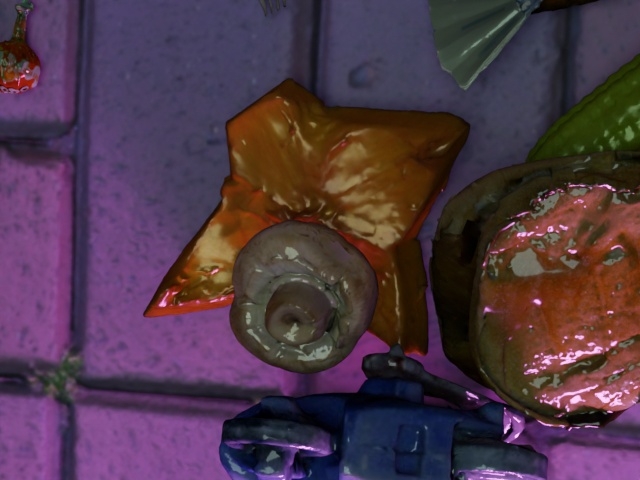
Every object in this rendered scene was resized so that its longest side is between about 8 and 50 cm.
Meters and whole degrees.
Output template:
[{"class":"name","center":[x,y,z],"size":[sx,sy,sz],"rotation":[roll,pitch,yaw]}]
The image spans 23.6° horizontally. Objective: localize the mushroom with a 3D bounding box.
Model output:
[{"class":"mushroom","center":[-0.017,0.052,1.420],"size":[0.148,0.112,0.148],"rotation":[5,121,8]}]

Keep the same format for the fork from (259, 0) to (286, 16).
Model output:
[{"class":"fork","center":[-0.085,-0.325,1.529],"size":[0.034,0.028,0.219],"rotation":[-25,86,20]}]

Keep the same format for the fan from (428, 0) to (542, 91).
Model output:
[{"class":"fan","center":[0.168,-0.256,1.457],"size":[0.131,0.009,0.240],"rotation":[23,87,33]}]

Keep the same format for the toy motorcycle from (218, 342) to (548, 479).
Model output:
[{"class":"toy motorcycle","center":[0.043,0.221,1.434],"size":[0.319,0.182,0.241],"rotation":[11,138,-16]}]

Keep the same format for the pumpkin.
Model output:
[{"class":"pumpkin","center":[-0.014,-0.023,1.505],"size":[0.290,0.095,0.258],"rotation":[12,106,11]}]

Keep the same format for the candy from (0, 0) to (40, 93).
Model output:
[{"class":"candy","center":[-0.304,-0.241,1.575],"size":[0.056,0.049,0.184],"rotation":[10,92,-20]}]

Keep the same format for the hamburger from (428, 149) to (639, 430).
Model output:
[{"class":"hamburger","center":[0.245,0.039,1.420],"size":[0.285,0.134,0.265],"rotation":[-8,109,3]}]

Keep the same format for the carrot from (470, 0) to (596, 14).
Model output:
[{"class":"carrot","center":[0.293,-0.263,1.440],"size":[0.314,0.066,0.066],"rotation":[-12,93,15]}]

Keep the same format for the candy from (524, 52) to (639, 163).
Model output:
[{"class":"candy","center":[0.275,-0.101,1.444],"size":[0.209,0.097,0.096],"rotation":[-35,88,17]}]
